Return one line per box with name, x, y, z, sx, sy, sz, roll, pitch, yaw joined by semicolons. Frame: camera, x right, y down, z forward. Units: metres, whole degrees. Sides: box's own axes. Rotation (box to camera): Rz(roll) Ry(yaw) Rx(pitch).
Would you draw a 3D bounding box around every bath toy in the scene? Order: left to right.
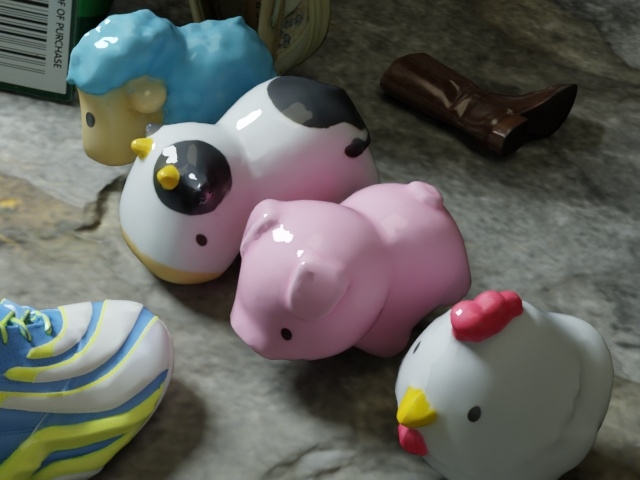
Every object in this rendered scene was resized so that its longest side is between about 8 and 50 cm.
bath toy;0.000;0.000;0.745;0.151;0.129;0.348;-42;55;-8

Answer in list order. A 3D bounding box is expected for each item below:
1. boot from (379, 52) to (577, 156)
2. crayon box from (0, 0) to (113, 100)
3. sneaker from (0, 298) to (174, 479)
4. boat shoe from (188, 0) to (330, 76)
boot;0.110;-0.107;0.992;0.114;0.037;0.106;31;38;30
crayon box;-0.163;-0.330;0.927;0.106;0.363;0.313;11;37;-2
sneaker;-0.156;0.059;0.623;0.091;0.126;0.240;35;43;27
boat shoe;-0.055;-0.235;0.902;0.104;0.285;0.089;-1;26;25
